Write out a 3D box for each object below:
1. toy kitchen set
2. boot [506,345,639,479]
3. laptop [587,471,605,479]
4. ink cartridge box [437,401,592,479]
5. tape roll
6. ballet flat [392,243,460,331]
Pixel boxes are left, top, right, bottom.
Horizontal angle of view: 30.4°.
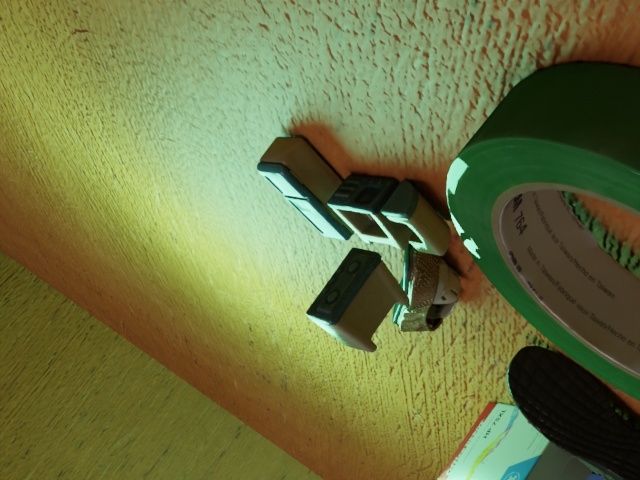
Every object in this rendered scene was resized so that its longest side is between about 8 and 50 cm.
[{"bbox_3d":[0.000,0.000,1.169,0.122,0.166,0.207,46,161,-29],"label":"toy kitchen set"},{"bbox_3d":[0.292,0.216,1.336,0.246,0.083,0.161,39,170,-2],"label":"boot"},{"bbox_3d":[0.408,0.509,1.374,0.236,0.408,0.382,-13,108,21],"label":"laptop"},{"bbox_3d":[0.243,0.288,1.526,0.078,0.134,0.231,42,163,-16],"label":"ink cartridge box"},{"bbox_3d":[0.241,0.016,0.843,0.321,0.077,0.321,36,162,14],"label":"tape roll"},{"bbox_3d":[0.118,0.050,1.280,0.067,0.073,0.206,7,163,3],"label":"ballet flat"}]
